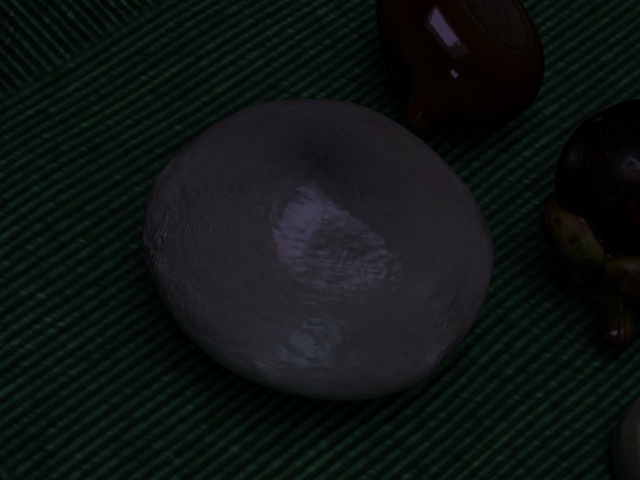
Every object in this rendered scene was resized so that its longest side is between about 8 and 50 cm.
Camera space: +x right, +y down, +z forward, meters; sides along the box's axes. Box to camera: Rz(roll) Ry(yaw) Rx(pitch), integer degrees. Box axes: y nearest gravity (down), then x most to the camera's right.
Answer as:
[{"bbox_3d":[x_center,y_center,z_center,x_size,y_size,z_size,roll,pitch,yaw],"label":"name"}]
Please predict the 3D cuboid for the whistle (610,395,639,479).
[{"bbox_3d":[0.305,0.218,1.418,0.126,0.067,0.258,4,60,-7],"label":"whistle"}]

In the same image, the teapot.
[{"bbox_3d":[0.116,-0.190,1.614,0.178,0.135,0.252,43,33,-22],"label":"teapot"}]

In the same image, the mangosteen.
[{"bbox_3d":[0.285,-0.011,1.501,0.192,0.192,0.217,22,81,4],"label":"mangosteen"}]

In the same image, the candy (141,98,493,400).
[{"bbox_3d":[0.000,0.000,1.429,0.295,0.185,0.295,6,51,-7],"label":"candy"}]
